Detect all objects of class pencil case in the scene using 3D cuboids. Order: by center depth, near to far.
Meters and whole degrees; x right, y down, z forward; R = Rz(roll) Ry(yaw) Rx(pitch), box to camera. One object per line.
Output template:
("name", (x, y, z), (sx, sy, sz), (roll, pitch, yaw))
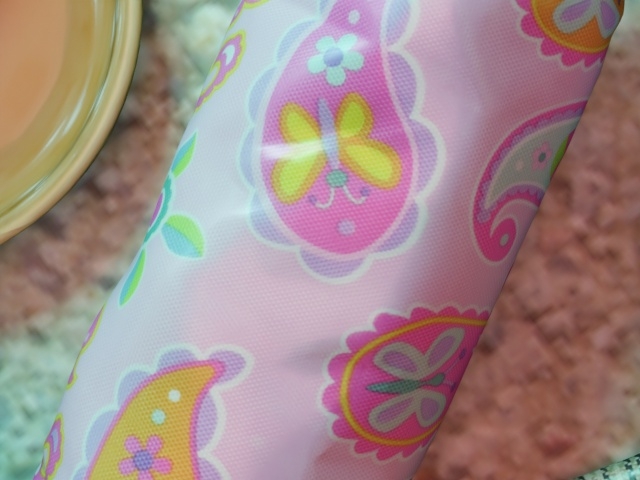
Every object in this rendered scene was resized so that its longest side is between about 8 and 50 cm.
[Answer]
("pencil case", (0.000, 0.000, 0.515), (0.124, 0.124, 0.284), (24, 93, 6))

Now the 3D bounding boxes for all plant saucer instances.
("plant saucer", (-0.161, -0.086, 0.572), (0.200, 0.037, 0.200), (0, 91, 7))

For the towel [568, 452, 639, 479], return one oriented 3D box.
("towel", (0.194, 0.207, 0.531), (0.324, 0.056, 0.312), (-26, 90, 4))
